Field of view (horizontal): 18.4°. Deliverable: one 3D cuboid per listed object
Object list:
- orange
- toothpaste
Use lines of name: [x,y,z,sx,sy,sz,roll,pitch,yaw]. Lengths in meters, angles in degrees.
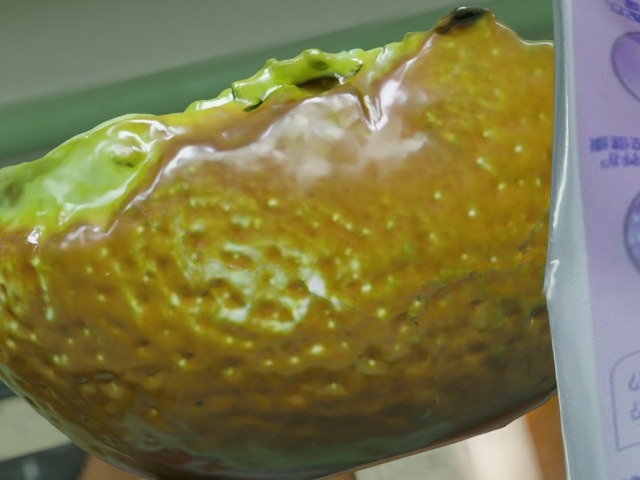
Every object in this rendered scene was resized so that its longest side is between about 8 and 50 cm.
orange: [0.001,0.010,0.896,0.334,0.196,0.262,-18,8,-13]
toothpaste: [0.086,-0.012,0.424,0.075,0.301,0.048,-6,-47,12]
